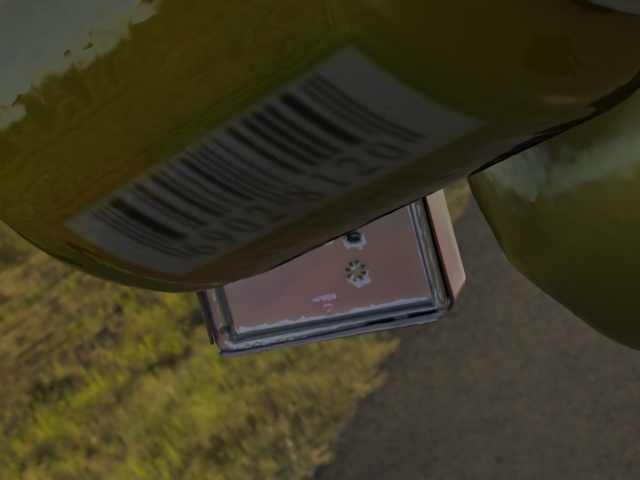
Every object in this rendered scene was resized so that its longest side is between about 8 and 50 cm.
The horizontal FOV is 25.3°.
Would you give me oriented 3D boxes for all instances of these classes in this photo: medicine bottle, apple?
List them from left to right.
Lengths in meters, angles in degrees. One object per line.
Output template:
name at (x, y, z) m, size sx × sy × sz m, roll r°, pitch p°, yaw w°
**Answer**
medicine bottle at (0.027, -0.134, 0.491) m, size 0.384 × 0.224 × 0.224 m, roll -26°, pitch 13°, yaw 49°
apple at (0.208, -0.077, 0.729) m, size 0.254 × 0.292 × 0.292 m, roll -43°, pitch 6°, yaw 28°

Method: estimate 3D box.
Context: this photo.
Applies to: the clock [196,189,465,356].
clock at (0.000, 0.001, 1.076) m, size 0.193 × 0.144 × 0.073 m, roll -11°, pitch 11°, yaw 20°
